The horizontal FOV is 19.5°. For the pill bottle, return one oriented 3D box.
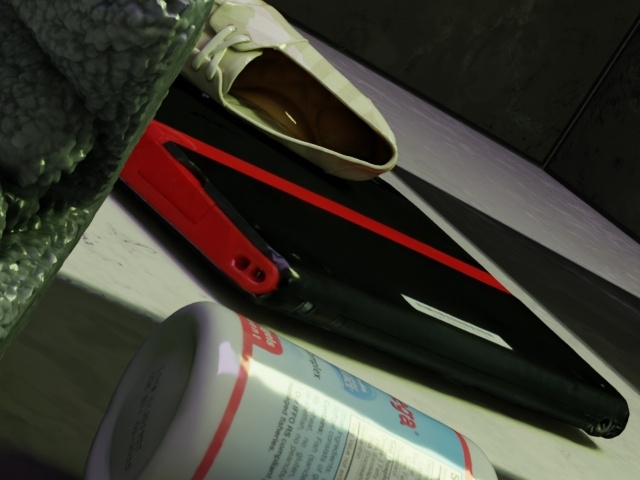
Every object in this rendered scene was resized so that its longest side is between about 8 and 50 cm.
[{"bbox_3d":[0.005,0.092,0.649,0.160,0.087,0.087,29,10,-21],"label":"pill bottle"}]

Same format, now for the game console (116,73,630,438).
[{"bbox_3d":[0.000,0.000,1.260,0.386,0.060,0.342,23,17,-45],"label":"game console"}]

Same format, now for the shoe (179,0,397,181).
[{"bbox_3d":[-0.033,-0.115,1.291,0.219,0.076,0.058,34,6,-13],"label":"shoe"}]

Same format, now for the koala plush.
[{"bbox_3d":[-0.173,-0.065,0.633,0.221,0.196,0.203,31,-2,-5],"label":"koala plush"}]
